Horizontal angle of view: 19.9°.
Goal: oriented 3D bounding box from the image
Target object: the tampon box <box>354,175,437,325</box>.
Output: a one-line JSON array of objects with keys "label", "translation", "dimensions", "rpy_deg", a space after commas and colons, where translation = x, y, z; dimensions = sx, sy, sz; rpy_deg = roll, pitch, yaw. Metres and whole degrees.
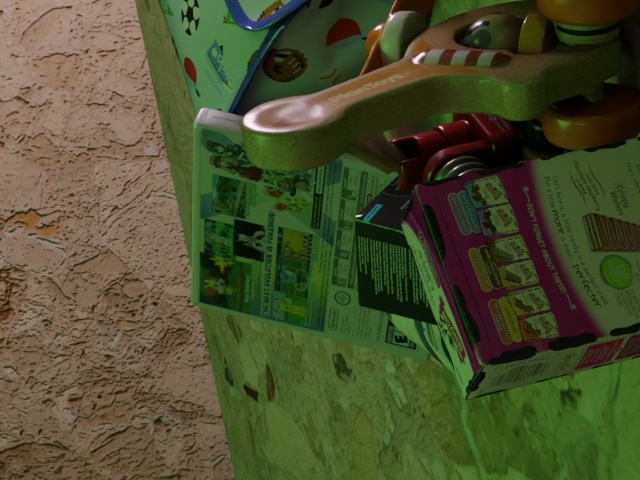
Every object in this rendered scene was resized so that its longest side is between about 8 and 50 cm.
[{"label": "tampon box", "translation": [0.131, 0.011, 1.740], "dimensions": [0.161, 0.120, 0.101], "rpy_deg": [15, 126, 28]}]

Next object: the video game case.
[{"label": "video game case", "translation": [0.000, 0.000, 2.076], "dimensions": [0.329, 0.300, 0.036], "rpy_deg": [96, -170, -51]}]

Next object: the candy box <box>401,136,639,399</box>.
[{"label": "candy box", "translation": [0.198, 0.016, 1.406], "dimensions": [0.071, 0.233, 0.159], "rpy_deg": [106, 149, -62]}]

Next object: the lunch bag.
[{"label": "lunch bag", "translation": [-0.037, -0.316, 2.037], "dimensions": [0.385, 0.239, 0.328], "rpy_deg": [-57, 45, 48]}]

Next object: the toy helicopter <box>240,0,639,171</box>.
[{"label": "toy helicopter", "translation": [0.080, -0.136, 1.479], "dimensions": [0.235, 0.355, 0.140], "rpy_deg": [28, 132, 48]}]

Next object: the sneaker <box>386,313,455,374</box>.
[{"label": "sneaker", "translation": [0.153, 0.019, 1.891], "dimensions": [0.131, 0.112, 0.296], "rpy_deg": [46, 152, 31]}]

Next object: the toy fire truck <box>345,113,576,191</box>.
[{"label": "toy fire truck", "translation": [0.123, -0.057, 1.597], "dimensions": [0.217, 0.246, 0.158], "rpy_deg": [-121, 23, -51]}]
